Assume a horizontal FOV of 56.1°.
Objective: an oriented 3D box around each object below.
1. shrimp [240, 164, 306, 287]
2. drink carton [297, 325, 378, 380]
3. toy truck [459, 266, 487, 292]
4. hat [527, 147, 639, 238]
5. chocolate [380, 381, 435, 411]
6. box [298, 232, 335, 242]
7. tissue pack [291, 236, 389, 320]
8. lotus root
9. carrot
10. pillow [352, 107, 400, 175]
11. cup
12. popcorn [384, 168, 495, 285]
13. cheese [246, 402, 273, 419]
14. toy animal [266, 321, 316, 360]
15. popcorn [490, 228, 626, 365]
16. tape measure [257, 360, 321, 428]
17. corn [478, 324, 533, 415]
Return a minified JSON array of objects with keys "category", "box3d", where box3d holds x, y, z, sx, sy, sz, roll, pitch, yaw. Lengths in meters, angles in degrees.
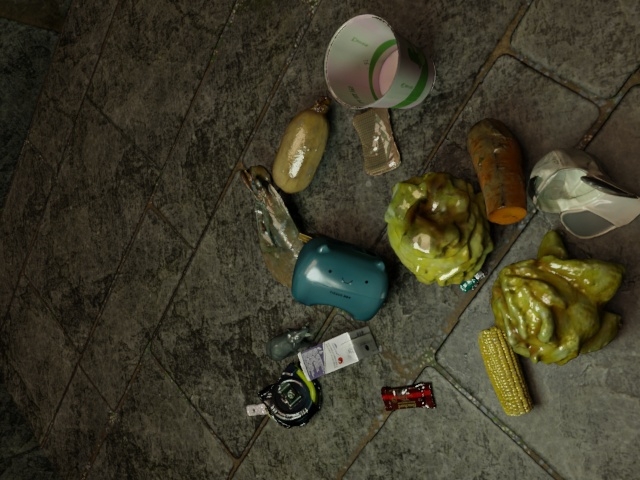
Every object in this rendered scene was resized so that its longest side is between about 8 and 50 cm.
[{"category":"shrimp","box3d":[-0.159,-0.045,2.064,0.221,0.110,0.445,-10,102,46]},{"category":"drink carton","box3d":[0.058,0.364,1.937,0.222,0.134,0.102,-29,75,33]},{"category":"toy truck","box3d":[0.435,0.111,1.712,0.039,0.044,0.083,48,118,21]},{"category":"hat","box3d":[0.655,-0.127,1.472,0.275,0.232,0.161,24,72,17]},{"category":"chocolate","box3d":[0.266,0.486,1.858,0.182,0.028,0.086,-14,87,34]},{"category":"box","box3d":[0.000,0.000,1.963,0.090,0.133,0.023,25,103,31]},{"category":"tissue pack","box3d":[0.066,0.102,1.827,0.287,0.198,0.206,19,113,-7]},{"category":"lotus root","box3d":[-0.056,-0.316,1.968,0.151,0.169,0.342,20,110,-4]},{"category":"carrot","box3d":[0.469,-0.187,1.578,0.139,0.139,0.301,-25,56,34]},{"category":"pillow","box3d":[0.177,-0.313,1.884,0.135,0.034,0.211,-17,84,33]},{"category":"cup","box3d":[0.182,-0.486,1.727,0.253,0.274,0.253,1,92,37]},{"category":"popcorn","box3d":[0.331,-0.033,1.646,0.312,0.312,0.312,2,93,36]},{"category":"cheese","box3d":[-0.174,0.600,2.165,0.255,0.050,0.127,-16,83,35]},{"category":"toy animal","box3d":[-0.085,0.336,2.040,0.269,0.137,0.082,-38,67,39]},{"category":"popcorn","box3d":[0.575,0.139,1.472,0.326,0.290,0.321,-32,75,52]},{"category":"tape measure","box3d":[-0.092,0.529,2.033,0.199,0.112,0.186,-44,66,-12]},{"category":"corn","box3d":[0.503,0.353,1.643,0.093,0.093,0.244,-23,79,34]}]
